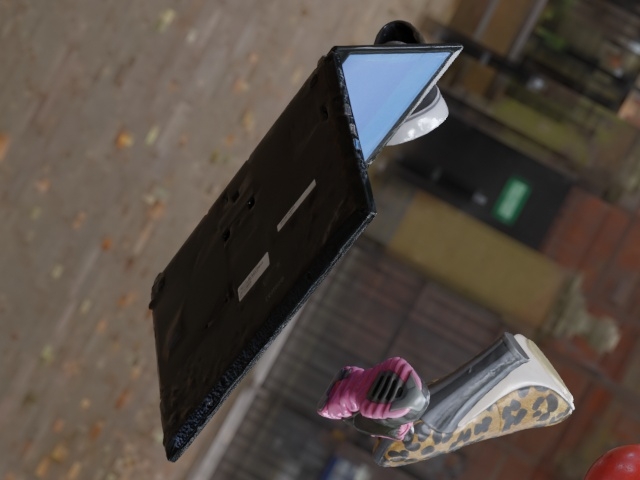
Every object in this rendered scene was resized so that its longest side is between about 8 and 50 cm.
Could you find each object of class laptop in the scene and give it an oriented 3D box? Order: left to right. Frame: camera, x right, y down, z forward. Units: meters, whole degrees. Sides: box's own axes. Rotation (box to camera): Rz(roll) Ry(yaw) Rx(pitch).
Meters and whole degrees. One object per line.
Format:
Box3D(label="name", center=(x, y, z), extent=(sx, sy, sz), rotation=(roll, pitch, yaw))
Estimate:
Box3D(label="laptop", center=(0.000, 0.000, 1.268), extent=(0.234, 0.136, 0.264), rotation=(-52, -150, 29))

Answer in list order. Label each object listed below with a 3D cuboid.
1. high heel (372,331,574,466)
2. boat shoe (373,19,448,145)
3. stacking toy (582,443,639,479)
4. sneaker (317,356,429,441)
Box3D(label="high heel", center=(0.158, 0.182, 1.959), extent=(0.186, 0.093, 0.261), rotation=(-38, 154, 9))
Box3D(label="boat shoe", center=(0.080, -0.164, 1.879), extent=(0.080, 0.076, 0.228), rotation=(-19, -159, 15))
Box3D(label="stacking toy", center=(0.340, 0.267, 1.431), extent=(0.141, 0.330, 0.141), rotation=(-43, 157, -23))
Box3D(label="sneaker", center=(0.046, 0.111, 1.249), extent=(0.047, 0.057, 0.119), rotation=(-55, -163, -17))
